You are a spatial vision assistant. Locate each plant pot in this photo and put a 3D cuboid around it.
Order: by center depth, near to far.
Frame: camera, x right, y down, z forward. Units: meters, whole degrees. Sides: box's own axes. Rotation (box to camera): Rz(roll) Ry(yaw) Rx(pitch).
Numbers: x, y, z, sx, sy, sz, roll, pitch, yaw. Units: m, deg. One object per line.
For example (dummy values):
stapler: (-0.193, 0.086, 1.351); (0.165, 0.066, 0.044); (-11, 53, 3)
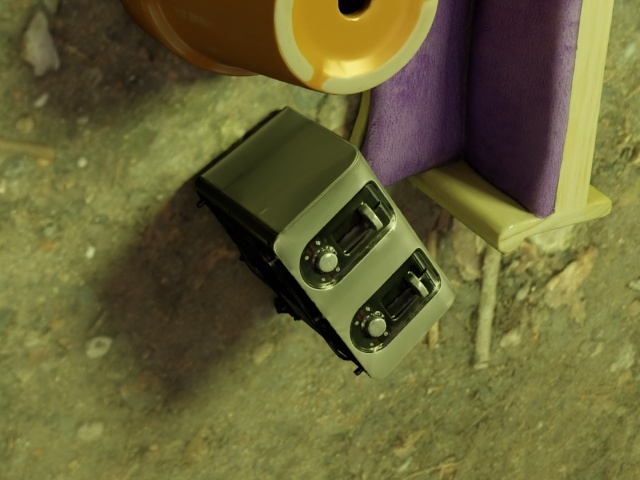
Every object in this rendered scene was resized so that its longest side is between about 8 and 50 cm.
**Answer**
plant pot: (-0.020, -0.193, 1.080); (0.205, 0.188, 0.205); (-16, 124, -25)

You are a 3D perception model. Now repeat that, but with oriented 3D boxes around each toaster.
toaster: (0.000, 0.000, 1.226); (0.110, 0.186, 0.168); (-42, 123, -9)

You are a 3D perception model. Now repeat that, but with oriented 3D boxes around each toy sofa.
toy sofa: (0.138, -0.181, 1.216); (0.177, 0.150, 0.362); (-14, 123, -27)
